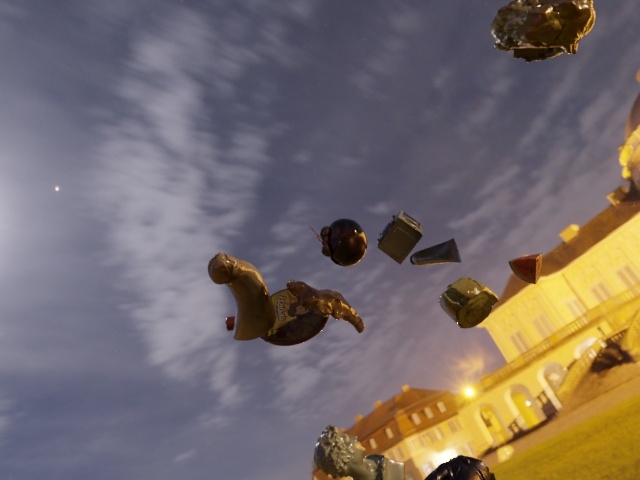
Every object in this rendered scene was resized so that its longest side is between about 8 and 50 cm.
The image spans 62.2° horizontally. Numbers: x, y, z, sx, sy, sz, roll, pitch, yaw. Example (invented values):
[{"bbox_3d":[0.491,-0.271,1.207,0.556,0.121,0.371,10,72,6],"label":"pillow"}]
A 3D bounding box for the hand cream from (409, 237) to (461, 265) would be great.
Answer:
[{"bbox_3d":[0.430,0.057,1.987,0.058,0.091,0.271,-13,-4,-27],"label":"hand cream"}]

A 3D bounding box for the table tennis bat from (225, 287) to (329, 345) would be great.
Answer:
[{"bbox_3d":[-0.165,0.299,2.058,0.414,0.268,0.051,-8,-46,9],"label":"table tennis bat"}]

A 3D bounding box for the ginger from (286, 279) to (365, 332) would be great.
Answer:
[{"bbox_3d":[0.024,0.225,1.943,0.332,0.166,0.080,21,-56,-28],"label":"ginger"}]

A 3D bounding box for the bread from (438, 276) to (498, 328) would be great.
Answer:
[{"bbox_3d":[0.555,0.227,2.016,0.186,0.124,0.257,-46,-40,11],"label":"bread"}]

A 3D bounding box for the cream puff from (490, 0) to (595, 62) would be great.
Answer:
[{"bbox_3d":[0.644,-0.610,1.543,0.281,0.282,0.185,-24,-56,-4],"label":"cream puff"}]

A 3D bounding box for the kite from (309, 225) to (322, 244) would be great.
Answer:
[{"bbox_3d":[0.000,0.000,2.194,0.010,0.160,0.183,-39,-7,4],"label":"kite"}]

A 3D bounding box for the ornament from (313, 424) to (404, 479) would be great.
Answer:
[{"bbox_3d":[0.107,0.645,1.509,0.120,0.285,0.130,-50,9,43],"label":"ornament"}]

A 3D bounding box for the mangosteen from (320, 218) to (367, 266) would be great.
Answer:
[{"bbox_3d":[0.065,0.008,1.611,0.152,0.153,0.152,-20,-28,-11],"label":"mangosteen"}]

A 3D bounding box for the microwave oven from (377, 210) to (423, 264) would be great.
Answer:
[{"bbox_3d":[0.305,-0.020,2.050,0.163,0.129,0.205,-53,-2,14],"label":"microwave oven"}]

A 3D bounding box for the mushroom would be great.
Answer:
[{"bbox_3d":[-0.266,0.180,1.836,0.177,0.126,0.397,-34,-46,-24],"label":"mushroom"}]

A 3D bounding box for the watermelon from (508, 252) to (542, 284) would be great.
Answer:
[{"bbox_3d":[0.782,0.082,1.966,0.135,0.125,0.094,-41,-22,-21],"label":"watermelon"}]

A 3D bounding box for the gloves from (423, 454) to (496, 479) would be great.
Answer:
[{"bbox_3d":[0.325,0.668,1.331,0.301,0.197,0.152,-35,-5,-25],"label":"gloves"}]
